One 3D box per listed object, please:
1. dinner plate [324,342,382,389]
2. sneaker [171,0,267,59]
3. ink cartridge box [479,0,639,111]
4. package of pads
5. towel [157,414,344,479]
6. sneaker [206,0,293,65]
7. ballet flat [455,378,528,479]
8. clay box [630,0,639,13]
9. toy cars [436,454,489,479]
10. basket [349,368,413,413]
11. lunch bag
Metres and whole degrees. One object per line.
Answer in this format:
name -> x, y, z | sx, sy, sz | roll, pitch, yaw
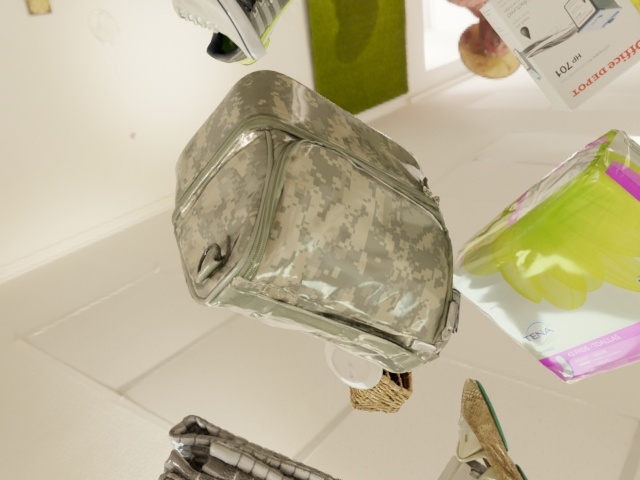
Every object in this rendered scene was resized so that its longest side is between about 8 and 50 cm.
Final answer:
dinner plate -> 0.067, 0.262, 1.215 | 0.141, 0.141, 0.017 | 8, -154, 32
sneaker -> -0.195, -0.396, 0.947 | 0.091, 0.258, 0.094 | -39, -175, 7
ink cartridge box -> 0.335, -0.293, 0.771 | 0.140, 0.190, 0.082 | -39, -173, 15
package of pads -> 0.307, 0.036, 0.662 | 0.229, 0.296, 0.101 | 41, -123, 4
towel -> -0.053, 0.334, 0.641 | 0.284, 0.235, 0.121 | 21, -128, 10
sneaker -> -0.118, -0.444, 1.037 | 0.111, 0.300, 0.121 | 35, -143, 4
ballet flat -> 0.200, 0.265, 0.666 | 0.067, 0.073, 0.206 | -22, -125, -1
clay box -> 0.538, -0.385, 1.036 | 0.222, 0.127, 0.053 | -20, -135, 32
toy cars -> 0.148, 0.424, 0.883 | 0.394, 0.176, 0.087 | -6, -167, -27
basket -> 0.217, 0.404, 1.920 | 0.214, 0.223, 0.299 | 10, -141, -15
lunch bag -> 0.000, 0.000, 0.634 | 0.212, 0.305, 0.256 | -40, -139, 32
